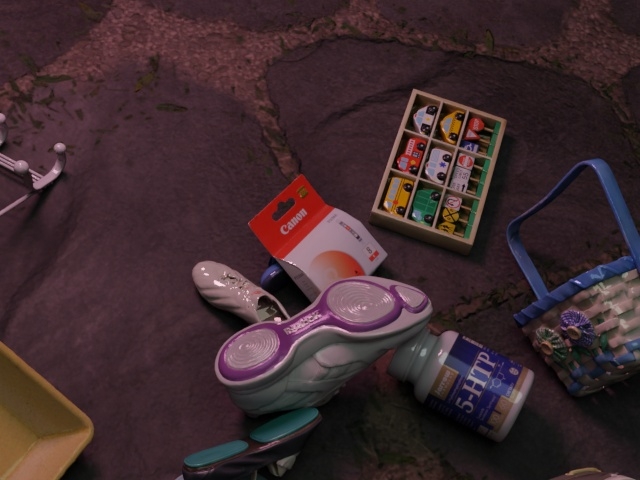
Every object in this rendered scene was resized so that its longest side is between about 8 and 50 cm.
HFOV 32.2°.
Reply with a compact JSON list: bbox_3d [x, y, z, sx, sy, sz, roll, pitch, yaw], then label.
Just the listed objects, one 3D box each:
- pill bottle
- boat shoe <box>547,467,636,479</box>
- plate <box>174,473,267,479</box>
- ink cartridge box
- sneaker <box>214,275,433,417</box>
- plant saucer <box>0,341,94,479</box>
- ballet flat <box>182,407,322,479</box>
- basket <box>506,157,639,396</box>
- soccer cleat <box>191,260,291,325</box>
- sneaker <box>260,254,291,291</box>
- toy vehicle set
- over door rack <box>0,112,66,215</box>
[{"bbox_3d":[0.192,0.191,1.546,0.186,0.112,0.112,26,58,9],"label":"pill bottle"},{"bbox_3d":[0.279,0.380,1.452,0.304,0.091,0.109,-17,99,-16],"label":"boat shoe"},{"bbox_3d":[-0.128,0.374,1.434,0.188,0.024,0.188,4,57,-7],"label":"plate"},{"bbox_3d":[0.000,0.000,1.629,0.179,0.045,0.145,52,51,-9],"label":"ink cartridge box"},{"bbox_3d":[0.009,0.148,1.516,0.305,0.152,0.114,-20,47,-5],"label":"sneaker"},{"bbox_3d":[-0.508,0.256,1.367,0.333,0.081,0.333,44,59,-10],"label":"plant saucer"},{"bbox_3d":[-0.084,0.284,1.452,0.203,0.074,0.074,-20,62,-25],"label":"ballet flat"},{"bbox_3d":[0.387,0.056,1.579,0.201,0.255,0.289,-12,70,-23],"label":"basket"},{"bbox_3d":[-0.105,0.085,1.590,0.196,0.076,0.068,39,60,16],"label":"soccer cleat"},{"bbox_3d":[-0.054,0.021,1.655,0.059,0.053,0.144,32,50,11],"label":"sneaker"},{"bbox_3d":[0.192,-0.114,1.786,0.165,0.035,0.267,18,57,3],"label":"toy vehicle set"},{"bbox_3d":[-0.548,-0.097,1.585,0.239,0.108,0.324,26,43,9],"label":"over door rack"}]
